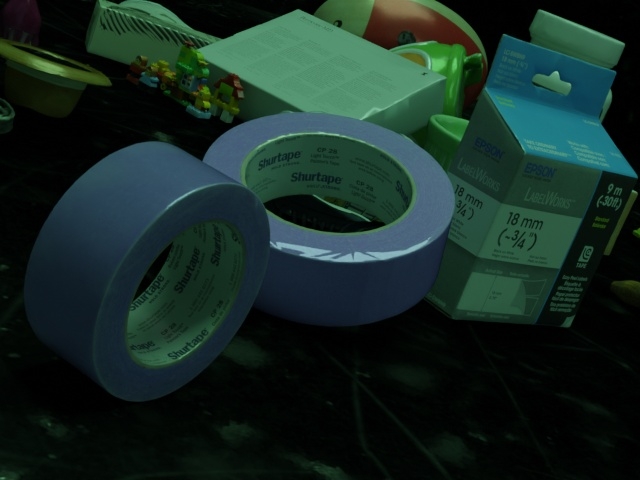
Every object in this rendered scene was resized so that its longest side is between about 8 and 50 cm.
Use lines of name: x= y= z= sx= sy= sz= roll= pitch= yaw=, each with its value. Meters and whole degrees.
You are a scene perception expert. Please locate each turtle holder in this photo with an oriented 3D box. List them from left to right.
turtle holder: x=0.201 y=-0.283 z=2.260 sx=0.227 sy=0.243 sz=0.320 roll=8 pitch=18 yaw=8

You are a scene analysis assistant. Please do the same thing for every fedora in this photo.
fedora: x=-0.386 y=-0.221 z=1.575 sx=0.194 sy=0.079 sz=0.194 roll=19 pitch=9 yaw=-3

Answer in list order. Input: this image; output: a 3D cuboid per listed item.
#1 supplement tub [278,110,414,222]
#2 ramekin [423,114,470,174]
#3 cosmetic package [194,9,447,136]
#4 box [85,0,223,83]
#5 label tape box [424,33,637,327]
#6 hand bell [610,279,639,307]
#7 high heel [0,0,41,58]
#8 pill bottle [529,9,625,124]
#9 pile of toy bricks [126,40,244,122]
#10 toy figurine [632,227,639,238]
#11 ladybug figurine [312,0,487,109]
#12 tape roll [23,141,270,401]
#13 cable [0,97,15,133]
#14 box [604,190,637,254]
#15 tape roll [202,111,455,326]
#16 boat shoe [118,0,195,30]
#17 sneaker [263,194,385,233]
supplement tub: x=0.026 y=-0.098 z=1.574 sx=0.199 sy=0.144 sz=0.144 roll=12 pitch=18 yaw=-28
ramekin: x=0.294 y=-0.082 z=1.859 sx=0.303 sy=0.148 sz=0.303 roll=20 pitch=16 yaw=-6
cosmetic package: x=-0.006 y=-0.282 z=2.048 sx=0.377 sy=0.097 sz=0.284 roll=31 pitch=47 yaw=32
box: x=-0.304 y=-0.370 z=2.155 sx=0.275 sy=0.094 sz=0.113 roll=15 pitch=16 yaw=-20
label tape box: x=0.273 y=-0.063 z=1.418 sx=0.240 sy=0.334 sz=0.106 roll=7 pitch=21 yaw=-41
hand bell: x=0.518 y=0.096 z=1.688 sx=0.126 sy=0.126 sz=0.242 roll=12 pitch=6 yaw=-29
high heel: x=-0.502 y=-0.379 z=1.884 sx=0.082 sy=0.117 sz=0.244 roll=17 pitch=16 yaw=-14
pill bottle: x=0.413 y=-0.227 z=2.099 sx=0.210 sy=0.363 sz=0.210 roll=20 pitch=15 yaw=-6
pile of toy bricks: x=-0.235 y=-0.293 z=1.965 sx=0.212 sy=0.105 sz=0.118 roll=31 pitch=18 yaw=32
toy figurine: x=0.775 y=-0.015 z=2.133 sx=0.191 sy=0.217 sz=0.362 roll=15 pitch=17 yaw=-22
ladybug figurine: x=0.185 y=-0.402 z=2.567 sx=0.449 sy=0.305 sz=0.162 roll=16 pitch=35 yaw=-14
tape roll: x=-0.130 y=0.025 z=0.876 sx=0.080 sy=0.189 sz=0.189 roll=30 pitch=18 yaw=30
cable: x=-0.486 y=-0.226 z=1.473 sx=0.139 sy=0.072 sz=0.287 roll=12 pitch=18 yaw=-36
box: x=0.464 y=-0.056 z=2.026 sx=0.170 sy=0.130 sz=0.091 roll=6 pitch=22 yaw=-41
tape roll: x=0.003 y=-0.030 z=1.228 sx=0.274 sy=0.090 sz=0.275 roll=6 pitch=37 yaw=-4
boat shoe: x=-0.326 y=-0.418 z=2.308 sx=0.267 sy=0.096 sz=0.088 roll=35 pitch=14 yaw=16
sneaker: x=0.001 y=-0.002 z=1.325 sx=0.226 sy=0.086 sz=0.163 roll=14 pitch=14 yaw=-26
